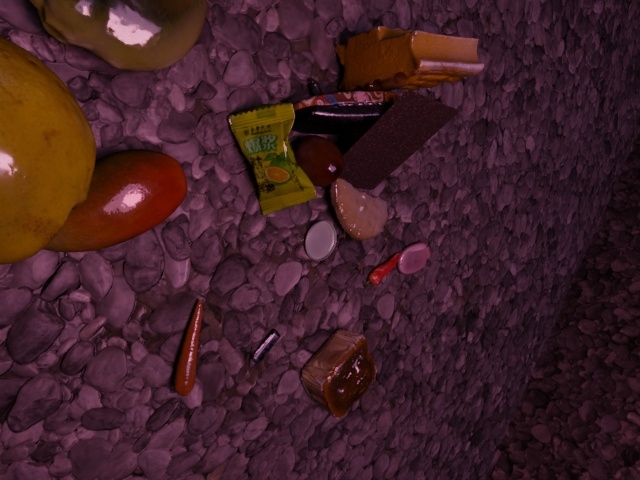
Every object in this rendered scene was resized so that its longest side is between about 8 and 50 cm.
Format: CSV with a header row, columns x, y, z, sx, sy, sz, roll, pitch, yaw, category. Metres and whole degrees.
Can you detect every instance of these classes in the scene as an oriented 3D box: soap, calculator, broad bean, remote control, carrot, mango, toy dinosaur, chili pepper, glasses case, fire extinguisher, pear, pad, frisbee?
x,y,z,sx,sy,sz,roll,pitch,yaw,category
0.221,-0.441,1.141,0.281,0.259,0.143,-14,106,-42,soap
0.313,0.058,1.524,0.165,0.024,0.103,-17,113,-37,calculator
-0.318,-0.399,0.753,0.291,0.119,0.238,-35,114,-33,broad bean
-0.138,0.273,1.180,0.096,0.014,0.039,-50,130,-19,remote control
-0.288,0.236,1.017,0.048,0.048,0.217,10,90,-44,carrot
-0.368,-0.064,0.800,0.289,0.129,0.146,-35,123,-21,mango
0.056,-0.055,1.253,0.041,0.026,0.113,-16,107,-48,toy dinosaur
0.204,0.086,1.431,0.178,0.027,0.045,-38,124,-31,chili pepper
0.077,-0.301,1.086,0.320,0.122,0.082,-9,89,-21,glasses case
-0.008,-0.360,1.111,0.038,0.025,0.083,-82,149,-47,fire extinguisher
-0.472,-0.143,0.593,0.375,0.287,0.287,46,68,-9,pear
0.169,-0.237,1.159,0.219,0.330,0.004,2,56,-44,pad
0.000,0.000,1.228,0.110,0.014,0.110,-12,109,-40,frisbee

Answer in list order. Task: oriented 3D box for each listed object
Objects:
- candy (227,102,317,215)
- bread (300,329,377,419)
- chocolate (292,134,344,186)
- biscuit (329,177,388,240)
x,y,z,sx,sy,sz,roll,pitch,yaw,category
-0.099,-0.172,1.012,0.069,0.148,0.247,-83,159,-52,candy
0.063,0.386,1.332,0.209,0.109,0.192,-40,127,-27,bread
-0.002,-0.185,1.093,0.127,0.133,0.124,19,86,-46,chocolate
0.109,-0.071,1.267,0.289,0.038,0.142,20,79,-50,biscuit
